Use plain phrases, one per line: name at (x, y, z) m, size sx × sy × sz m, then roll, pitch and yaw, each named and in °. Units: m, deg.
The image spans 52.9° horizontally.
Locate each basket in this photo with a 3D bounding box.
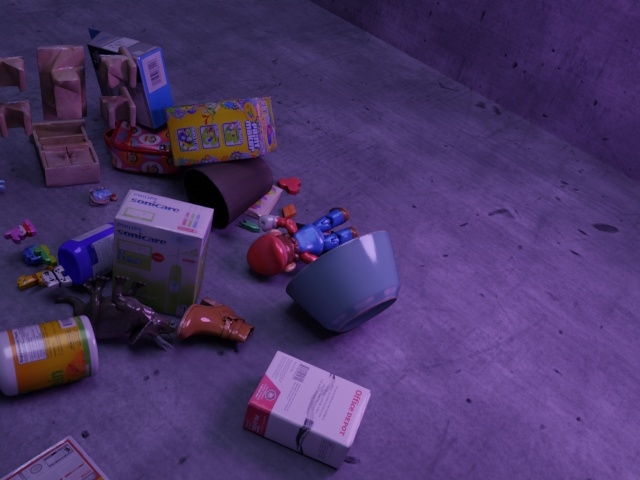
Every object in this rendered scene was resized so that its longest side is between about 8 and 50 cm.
basket at (-0.262, -0.160, 1.930) m, size 0.227 × 0.154 × 0.204 m, roll -31°, pitch 79°, yaw -43°

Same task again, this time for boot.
boot at (-0.252, 0.212, 1.560) m, size 0.152 × 0.073 × 0.197 m, roll 30°, pitch 25°, yaw 7°

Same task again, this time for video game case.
video game case at (-0.469, 0.515, 1.183) m, size 0.285 × 0.025 × 0.204 m, roll 37°, pitch 42°, yaw 23°

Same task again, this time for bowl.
bowl at (0.083, 0.126, 1.669) m, size 0.312 × 0.311 × 0.163 m, roll -18°, pitch 71°, yaw -36°

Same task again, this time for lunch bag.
lunch bag at (-0.568, -0.333, 2.095) m, size 0.258 × 0.120 × 0.293 m, roll 5°, pitch 38°, yaw -8°

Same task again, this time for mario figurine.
mario figurine at (-0.065, 0.013, 1.845) m, size 0.321 × 0.170 × 0.198 m, roll -19°, pitch 42°, yaw -23°

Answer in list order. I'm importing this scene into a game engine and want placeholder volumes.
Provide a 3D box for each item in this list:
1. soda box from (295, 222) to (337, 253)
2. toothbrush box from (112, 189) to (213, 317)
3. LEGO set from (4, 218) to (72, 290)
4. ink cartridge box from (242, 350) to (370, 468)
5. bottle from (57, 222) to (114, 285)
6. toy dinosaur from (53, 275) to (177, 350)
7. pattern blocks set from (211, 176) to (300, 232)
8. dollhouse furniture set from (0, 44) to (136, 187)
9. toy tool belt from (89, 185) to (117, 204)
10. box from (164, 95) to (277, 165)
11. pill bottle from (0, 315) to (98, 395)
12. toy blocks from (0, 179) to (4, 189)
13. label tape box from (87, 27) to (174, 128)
soda box at (0.000, 0.000, 1.937) m, size 0.169 × 0.060 × 0.053 m, roll 13°, pitch 38°, yaw -5°
toothbrush box at (-0.389, 0.039, 1.574) m, size 0.206 × 0.283 × 0.122 m, roll 14°, pitch 38°, yaw -5°
LEGO set at (-0.714, 0.064, 1.590) m, size 0.093 × 0.087 × 0.227 m, roll -26°, pitch 62°, yaw -37°
ink cartridge box at (-0.028, 0.377, 1.445) m, size 0.237 × 0.100 × 0.172 m, roll 22°, pitch 39°, yaw 8°
bottle at (-0.543, 0.014, 1.677) m, size 0.092 × 0.118 × 0.283 m, roll 14°, pitch 29°, yaw 28°
toy dinosaur at (-0.499, 0.168, 1.504) m, size 0.314 × 0.121 × 0.160 m, roll 3°, pitch 78°, yaw 4°
pattern blocks set at (-0.211, -0.142, 2.059) m, size 0.285 × 0.026 × 0.325 m, roll 16°, pitch 39°, yaw -1°
dollhouse furniture set at (-0.750, -0.394, 1.866) m, size 0.362 × 0.394 × 0.256 m, roll -11°, pitch 46°, yaw -27°
toy tool belt at (-0.634, -0.134, 1.876) m, size 0.083 × 0.051 × 0.052 m, roll -13°, pitch 48°, yaw -32°
box at (-0.298, -0.348, 2.006) m, size 0.279 × 0.177 × 0.290 m, roll -6°, pitch 13°, yaw 6°
pill bottle at (-0.610, 0.249, 1.360) m, size 0.246 × 0.136 × 0.136 m, roll -10°, pitch 46°, yaw -29°
toy blocks at (-0.966, -0.176, 1.805) m, size 0.148 × 0.054 × 0.123 m, roll -1°, pitch 42°, yaw -21°
label tape box at (-0.628, -0.512, 2.025) m, size 0.334 × 0.240 × 0.106 m, roll 21°, pitch 46°, yaw 28°
